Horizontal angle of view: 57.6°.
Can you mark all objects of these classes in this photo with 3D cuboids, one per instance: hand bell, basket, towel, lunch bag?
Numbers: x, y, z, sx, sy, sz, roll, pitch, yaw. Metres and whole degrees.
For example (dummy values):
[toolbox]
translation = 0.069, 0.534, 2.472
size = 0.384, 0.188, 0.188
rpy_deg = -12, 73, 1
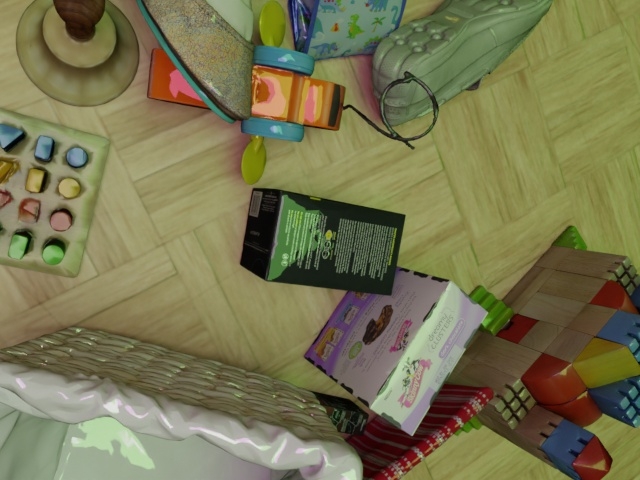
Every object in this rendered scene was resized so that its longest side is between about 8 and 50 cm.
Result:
[hand bell]
translation = -0.220, -0.201, 0.530
size = 0.126, 0.242, 0.126
rpy_deg = -2, 96, -22
[basket]
translation = -0.168, 0.276, 0.545
size = 0.331, 0.266, 0.329
rpy_deg = 16, 89, -5
[towel]
translation = 0.070, 0.263, 0.729
size = 0.274, 0.199, 0.031
rpy_deg = -33, 88, -17
[lunch bag]
translation = 0.033, -0.298, 0.708
size = 0.128, 0.096, 0.151
rpy_deg = -12, 129, -21

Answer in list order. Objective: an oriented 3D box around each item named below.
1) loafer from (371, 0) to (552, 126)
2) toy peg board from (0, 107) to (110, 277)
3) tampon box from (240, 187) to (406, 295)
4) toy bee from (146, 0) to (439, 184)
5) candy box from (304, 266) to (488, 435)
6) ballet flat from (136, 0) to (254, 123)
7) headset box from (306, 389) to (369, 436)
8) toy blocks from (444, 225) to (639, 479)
[loafer]
translation = 0.192, -0.261, 0.782
size = 0.319, 0.112, 0.111
rpy_deg = -33, 144, -22
[toy peg board]
translation = -0.314, -0.050, 0.594
size = 0.161, 0.079, 0.161
rpy_deg = 14, 90, -24
[tampon box]
translation = 0.000, 0.000, 0.708
size = 0.161, 0.120, 0.102
rpy_deg = 9, 93, -23
[toy bee]
translation = -0.038, -0.152, 0.679
size = 0.298, 0.162, 0.195
rpy_deg = 31, 99, -1
[candy box]
translation = 0.083, 0.118, 0.714
size = 0.070, 0.196, 0.165
rpy_deg = 38, 81, -21
[ballet flat]
translation = -0.130, -0.253, 0.554
size = 0.106, 0.107, 0.316
rpy_deg = -40, 71, 14
[headset box]
translation = 0.012, 0.226, 0.768
size = 0.083, 0.062, 0.032
rpy_deg = 19, 87, -23
[toy blocks]
translation = 0.345, 0.149, 0.791
size = 0.381, 0.261, 0.191
rpy_deg = -43, 109, -14
